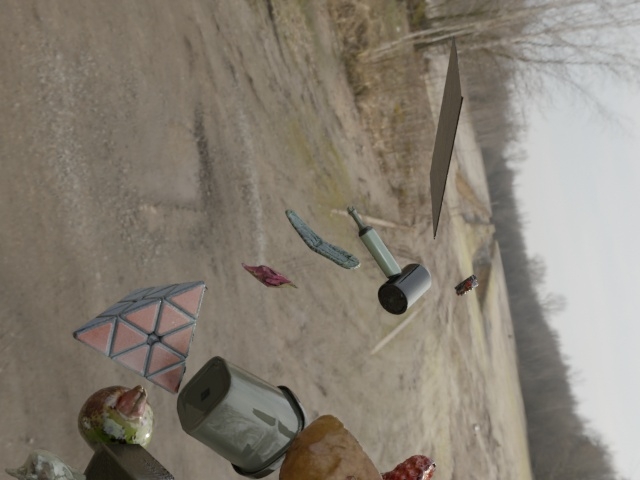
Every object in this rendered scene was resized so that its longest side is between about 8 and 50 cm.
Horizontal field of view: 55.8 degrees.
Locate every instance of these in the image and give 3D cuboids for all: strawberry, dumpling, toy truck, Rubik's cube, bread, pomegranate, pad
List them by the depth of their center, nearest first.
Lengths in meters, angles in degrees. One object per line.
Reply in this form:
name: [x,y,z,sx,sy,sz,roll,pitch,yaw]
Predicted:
bread: [0.022,0.450,0.907,0.340,0.179,0.194,56,-27,28]
pad: [0.267,-0.217,1.314,0.248,0.007,0.368,-83,176,-46]
strawberry: [0.154,0.558,1.336,0.190,0.111,0.236,16,104,-57]
dumpling: [-0.648,0.548,1.418,0.092,0.176,0.150,-56,175,-20]
toy truck: [0.355,0.110,1.469,0.032,0.024,0.083,60,-27,11]
Rubik's cube: [-0.416,0.207,1.471,0.228,0.233,0.229,101,9,-60]
pomegranate: [-0.552,0.487,1.685,0.214,0.248,0.214,29,29,-18]

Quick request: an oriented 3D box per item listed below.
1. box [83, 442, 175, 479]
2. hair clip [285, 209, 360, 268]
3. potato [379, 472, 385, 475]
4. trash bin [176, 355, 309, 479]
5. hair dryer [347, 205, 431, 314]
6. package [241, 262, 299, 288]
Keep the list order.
box: [-0.524,0.674,1.528,0.273,0.184,0.143,-62,147,-2]
hair clip: [-0.001,0.002,1.484,0.229,0.036,0.066,38,41,11]
potato: [0.184,0.679,1.492,0.112,0.269,0.255,-29,102,-68]
trash bin: [-0.200,0.429,1.497,0.250,0.219,0.220,43,0,-33]
hair dryer: [0.106,0.021,1.020,0.198,0.057,0.100,57,42,-2]
package: [-0.078,0.056,0.932,0.059,0.083,0.029,36,73,-45]
